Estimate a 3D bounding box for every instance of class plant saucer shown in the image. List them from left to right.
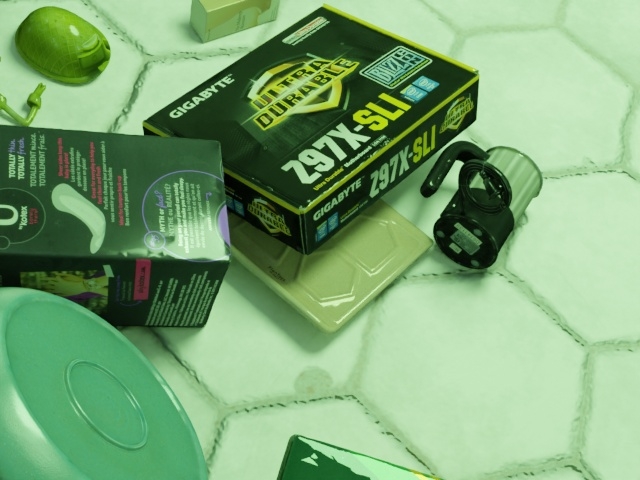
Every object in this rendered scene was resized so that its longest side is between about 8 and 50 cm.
[{"bbox_3d":[-0.207,0.159,1.109,0.044,0.317,0.317,-41,62,15],"label":"plant saucer"}]

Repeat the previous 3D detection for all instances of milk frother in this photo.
[{"bbox_3d":[0.204,-0.061,1.412,0.129,0.143,0.135,50,54,-18],"label":"milk frother"}]

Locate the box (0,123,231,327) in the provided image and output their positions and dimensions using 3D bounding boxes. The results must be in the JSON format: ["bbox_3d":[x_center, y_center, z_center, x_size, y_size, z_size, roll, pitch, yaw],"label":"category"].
[{"bbox_3d":[-0.243,-0.012,1.279,0.270,0.143,0.165,3,56,-18],"label":"box"}]

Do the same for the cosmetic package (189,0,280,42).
[{"bbox_3d":[-0.111,-0.307,1.591,0.115,0.060,0.041,-24,62,-23],"label":"cosmetic package"}]

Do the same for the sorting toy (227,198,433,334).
[{"bbox_3d":[0.000,0.000,1.409,0.193,0.038,0.208,39,52,17],"label":"sorting toy"}]

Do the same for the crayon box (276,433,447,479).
[{"bbox_3d":[0.100,0.297,1.108,0.318,0.202,0.081,18,53,1],"label":"crayon box"}]

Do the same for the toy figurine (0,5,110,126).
[{"bbox_3d":[-0.430,-0.333,1.450,0.362,0.217,0.191,33,55,14],"label":"toy figurine"}]

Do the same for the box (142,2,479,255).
[{"bbox_3d":[-0.006,-0.144,1.442,0.257,0.079,0.322,31,53,30],"label":"box"}]
